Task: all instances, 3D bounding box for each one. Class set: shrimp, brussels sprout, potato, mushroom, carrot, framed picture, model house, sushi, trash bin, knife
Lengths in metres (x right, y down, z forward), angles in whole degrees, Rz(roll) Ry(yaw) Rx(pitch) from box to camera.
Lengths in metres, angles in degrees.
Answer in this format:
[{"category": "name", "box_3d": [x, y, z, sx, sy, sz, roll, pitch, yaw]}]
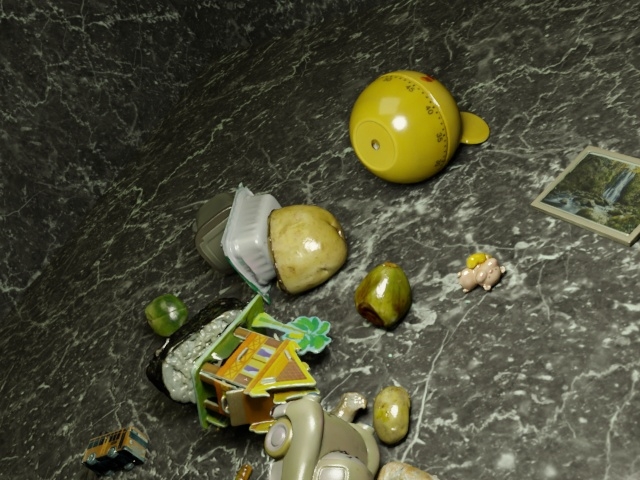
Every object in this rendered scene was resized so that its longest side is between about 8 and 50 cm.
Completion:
[{"category": "shrimp", "box_3d": [0.184, 0.531, 1.548, 0.223, 0.047, 0.126, 2, 58, 53]}, {"category": "brussels sprout", "box_3d": [-0.502, 0.252, 2.481, 0.117, 0.155, 0.155, -16, 19, -35]}, {"category": "potato", "box_3d": [-0.032, 0.013, 2.238, 0.242, 0.242, 0.286, -24, 43, 21]}, {"category": "mushroom", "box_3d": [0.015, 0.444, 1.775, 0.225, 0.093, 0.116, -47, 12, -3]}, {"category": "carrot", "box_3d": [-0.212, 0.626, 1.826, 0.042, 0.042, 0.171, -9, 40, 37]}, {"category": "framed picture", "box_3d": [0.709, -0.119, 1.845, 0.240, 0.020, 0.324, -43, 33, -8]}, {"category": "model house", "box_3d": [-0.108, 0.348, 1.947, 0.312, 0.243, 0.358, 17, 39, 22]}, {"category": "potato", "box_3d": [0.163, 0.393, 1.711, 0.091, 0.070, 0.138, -21, 37, 28]}, {"category": "sushi", "box_3d": [-0.326, 0.315, 2.156, 0.350, 0.211, 0.171, -44, 21, -16]}, {"category": "trash bin", "box_3d": [-0.320, -0.038, 2.578, 0.219, 0.219, 0.250, -37, 26, 0]}, {"category": "knife", "box_3d": [-0.674, 0.676, 2.233, 0.060, 0.028, 0.230, -36, 34, 28]}]

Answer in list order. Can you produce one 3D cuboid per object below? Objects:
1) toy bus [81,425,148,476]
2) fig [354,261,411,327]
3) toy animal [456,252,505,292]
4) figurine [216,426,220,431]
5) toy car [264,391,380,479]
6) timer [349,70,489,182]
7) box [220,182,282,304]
[{"category": "toy bus", "box_3d": [-0.589, 0.607, 2.168, 0.182, 0.091, 0.103, -23, 36, 26]}, {"category": "fig", "box_3d": [0.167, 0.137, 1.952, 0.144, 0.154, 0.166, 24, 104, 14]}, {"category": "toy animal", "box_3d": [0.396, 0.083, 1.850, 0.114, 0.091, 0.082, -38, 47, -1]}, {"category": "figurine", "box_3d": [-0.265, 0.452, 2.065, 0.101, 0.068, 0.143, -15, 32, 2]}, {"category": "toy car", "box_3d": [0.024, 0.498, 1.534, 0.226, 0.242, 0.336, -24, 43, 37]}, {"category": "timer", "box_3d": [0.286, -0.355, 2.287, 0.387, 0.376, 0.376, -32, 25, -34]}, {"category": "box", "box_3d": [-0.174, -0.009, 2.350, 0.106, 0.264, 0.337, -18, 39, 25]}]
